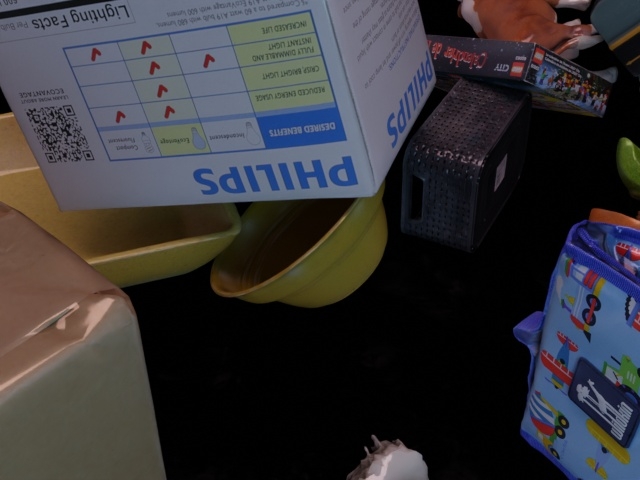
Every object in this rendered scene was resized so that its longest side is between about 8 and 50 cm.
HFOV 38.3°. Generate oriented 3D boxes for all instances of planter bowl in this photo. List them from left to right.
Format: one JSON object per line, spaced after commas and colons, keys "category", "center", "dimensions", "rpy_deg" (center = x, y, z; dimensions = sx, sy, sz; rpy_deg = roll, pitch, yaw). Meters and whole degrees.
{"category": "planter bowl", "center": [0.000, 0.000, 0.912], "dimensions": [0.217, 0.090, 0.217], "rpy_deg": [-37, 23, 19]}

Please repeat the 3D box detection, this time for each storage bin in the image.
{"category": "storage bin", "center": [0.163, -0.086, 1.018], "dimensions": [0.084, 0.122, 0.180], "rpy_deg": [17, 42, 21]}

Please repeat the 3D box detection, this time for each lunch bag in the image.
{"category": "lunch bag", "center": [0.274, 0.122, 0.675], "dimensions": [0.293, 0.221, 0.138], "rpy_deg": [31, 49, 34]}

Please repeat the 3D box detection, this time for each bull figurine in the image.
{"category": "bull figurine", "center": [0.297, -0.307, 1.306], "dimensions": [0.189, 0.101, 0.310], "rpy_deg": [-1, 38, -2]}

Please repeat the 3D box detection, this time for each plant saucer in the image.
{"category": "plant saucer", "center": [-0.279, -0.038, 1.006], "dimensions": [0.333, 0.081, 0.333], "rpy_deg": [-12, 38, -13]}

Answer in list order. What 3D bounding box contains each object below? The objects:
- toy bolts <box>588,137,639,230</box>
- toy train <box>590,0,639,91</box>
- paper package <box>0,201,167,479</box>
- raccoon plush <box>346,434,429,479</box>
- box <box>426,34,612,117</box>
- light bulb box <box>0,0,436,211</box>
{"category": "toy bolts", "center": [0.398, 0.018, 0.914], "dimensions": [0.228, 0.158, 0.218], "rpy_deg": [22, 3, 41]}
{"category": "toy train", "center": [0.469, -0.313, 1.222], "dimensions": [0.190, 0.142, 0.334], "rpy_deg": [47, 44, -11]}
{"category": "paper package", "center": [-0.247, 0.192, 0.525], "dimensions": [0.168, 0.324, 0.309], "rpy_deg": [27, 46, 31]}
{"category": "raccoon plush", "center": [-0.055, 0.277, 0.526], "dimensions": [0.447, 0.216, 0.299], "rpy_deg": [-4, 31, -3]}
{"category": "box", "center": [0.207, -0.202, 1.111], "dimensions": [0.159, 0.044, 0.233], "rpy_deg": [13, 4, -42]}
{"category": "light bulb box", "center": [-0.118, -0.238, 0.841], "dimensions": [0.358, 0.361, 0.225], "rpy_deg": [-2, 34, 25]}
